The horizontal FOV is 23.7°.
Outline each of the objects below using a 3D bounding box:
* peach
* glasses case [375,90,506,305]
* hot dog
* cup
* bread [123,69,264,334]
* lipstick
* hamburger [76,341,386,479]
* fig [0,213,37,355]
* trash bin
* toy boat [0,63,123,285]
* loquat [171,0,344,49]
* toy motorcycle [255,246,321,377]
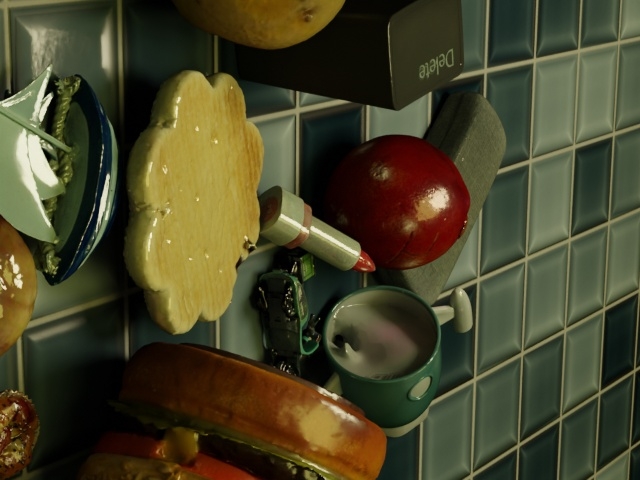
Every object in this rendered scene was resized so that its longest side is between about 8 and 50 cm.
[{"bbox_3d":[0.096,-0.048,2.017,0.197,0.197,0.197,-20,114,-53],"label":"peach"},{"bbox_3d":[0.176,-0.061,2.217,0.323,0.074,0.131,-63,144,-24],"label":"glasses case"},{"bbox_3d":[-0.352,0.219,1.516,0.191,0.059,0.108,-38,135,-48],"label":"hot dog"},{"bbox_3d":[0.089,0.176,2.081,0.299,0.167,0.173,-33,143,-19],"label":"cup"},{"bbox_3d":[-0.144,-0.044,1.728,0.316,0.054,0.316,7,90,-68],"label":"bread"},{"bbox_3d":[-0.001,0.001,1.931,0.186,0.057,0.063,31,47,-35],"label":"lipstick"},{"bbox_3d":[-0.102,0.265,1.674,0.330,0.330,0.250,37,69,-53],"label":"hamburger"},{"bbox_3d":[-0.316,0.049,1.444,0.230,0.143,0.160,19,78,-56],"label":"fig"},{"bbox_3d":[0.032,-0.238,1.817,0.165,0.225,0.115,-34,125,-48],"label":"trash bin"},{"bbox_3d":[-0.281,-0.101,1.511,0.292,0.070,0.210,60,33,-43],"label":"toy boat"},{"bbox_3d":[-0.072,-0.317,1.661,0.244,0.243,0.244,-20,114,-53],"label":"loquat"},{"bbox_3d":[-0.037,0.103,1.958,0.100,0.058,0.173,-34,123,-55],"label":"toy motorcycle"}]
